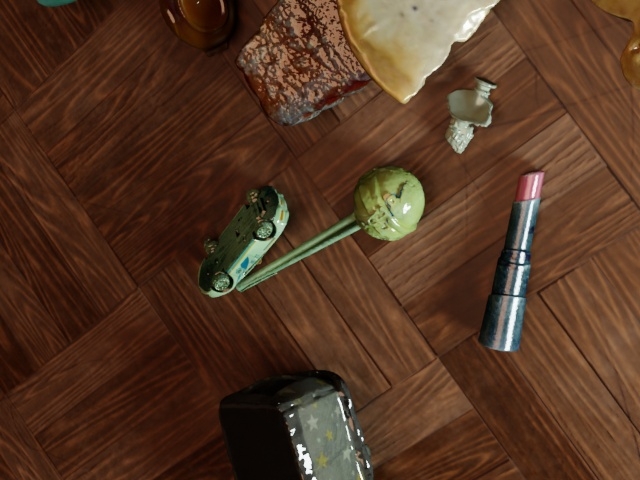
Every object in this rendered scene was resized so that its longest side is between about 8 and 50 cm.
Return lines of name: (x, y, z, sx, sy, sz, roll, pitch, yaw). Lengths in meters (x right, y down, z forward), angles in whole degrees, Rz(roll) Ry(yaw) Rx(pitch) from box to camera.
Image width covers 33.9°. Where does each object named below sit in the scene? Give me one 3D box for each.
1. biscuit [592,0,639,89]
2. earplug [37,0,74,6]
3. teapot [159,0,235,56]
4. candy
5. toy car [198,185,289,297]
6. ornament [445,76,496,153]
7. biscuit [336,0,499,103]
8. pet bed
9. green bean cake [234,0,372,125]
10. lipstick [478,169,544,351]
biscuit: (0.418, -0.295, 1.150, 0.275, 0.052, 0.355, -45, 69, 31)
earplug: (-0.361, -0.446, 1.452, 0.280, 0.164, 0.257, 13, 69, 8)
teapot: (-0.167, -0.313, 1.426, 0.098, 0.078, 0.129, -34, 104, -14)
candy: (0.000, 0.000, 1.429, 0.335, 0.092, 0.093, -28, 127, 32)
toy car: (-0.107, 0.005, 1.471, 0.186, 0.058, 0.093, -49, 37, 24)
ornament: (0.187, -0.161, 1.327, 0.092, 0.041, 0.068, -41, 65, 33)
biscuit: (0.132, -0.333, 1.249, 0.204, 0.040, 0.309, 42, 90, -5)
pet bed: (-0.017, 0.286, 1.455, 0.183, 0.159, 0.211, -10, 97, 50)
green bean cake: (-0.002, -0.273, 1.350, 0.232, 0.097, 0.198, -33, 89, 25)
lipstick: (0.250, 0.024, 1.337, 0.053, 0.053, 0.234, 15, 105, 19)
